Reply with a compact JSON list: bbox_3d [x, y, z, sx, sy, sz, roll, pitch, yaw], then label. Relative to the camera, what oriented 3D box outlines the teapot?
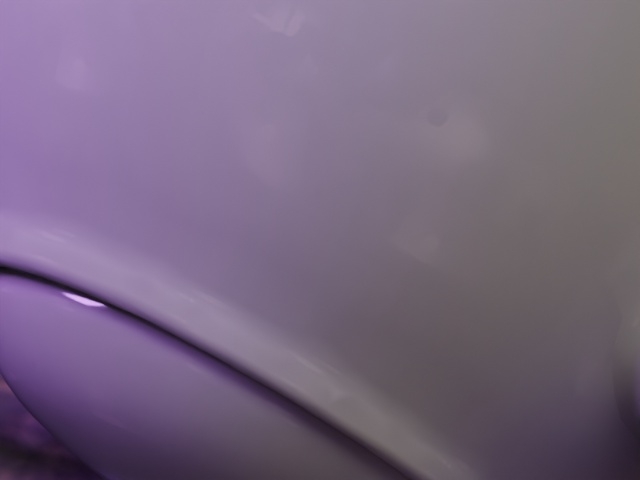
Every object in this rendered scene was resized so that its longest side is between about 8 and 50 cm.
[{"bbox_3d":[0.000,0.000,0.434,0.253,0.256,0.187,31,75,-2],"label":"teapot"}]
